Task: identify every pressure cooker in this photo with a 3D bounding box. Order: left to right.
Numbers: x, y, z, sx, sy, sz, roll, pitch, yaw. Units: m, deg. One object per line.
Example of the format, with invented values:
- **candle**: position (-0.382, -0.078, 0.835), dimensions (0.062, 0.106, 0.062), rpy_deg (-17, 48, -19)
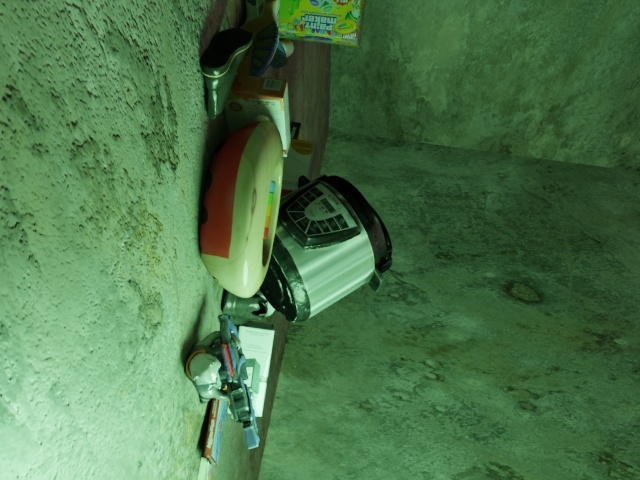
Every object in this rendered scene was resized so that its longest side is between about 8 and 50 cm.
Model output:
- **pressure cooker**: position (-0.002, 0.001, 1.822), dimensions (0.375, 0.420, 0.370), rpy_deg (20, -45, 59)

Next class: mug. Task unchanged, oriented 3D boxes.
- **mug**: position (-0.135, -0.650, 1.992), dimensions (0.062, 0.078, 0.064), rpy_deg (-47, -177, 27)

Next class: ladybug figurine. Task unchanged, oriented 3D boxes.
- **ladybug figurine**: position (-0.195, -0.087, 1.471), dimensions (0.305, 0.161, 0.450), rpy_deg (32, 67, -86)

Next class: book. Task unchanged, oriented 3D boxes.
- **book**: position (-0.356, 0.732, 1.827), dimensions (0.096, 0.035, 0.144), rpy_deg (78, 18, -83)

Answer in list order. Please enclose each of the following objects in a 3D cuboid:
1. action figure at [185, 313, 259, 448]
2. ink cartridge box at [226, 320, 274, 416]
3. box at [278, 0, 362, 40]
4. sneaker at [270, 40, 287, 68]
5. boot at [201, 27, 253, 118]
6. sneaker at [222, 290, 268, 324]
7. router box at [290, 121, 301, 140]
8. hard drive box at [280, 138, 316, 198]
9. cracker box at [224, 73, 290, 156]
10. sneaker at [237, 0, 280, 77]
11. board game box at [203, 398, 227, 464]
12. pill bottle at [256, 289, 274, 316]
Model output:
- **action figure**: position (-0.260, 0.386, 1.526), dimensions (0.330, 0.178, 0.342), rpy_deg (80, -6, -62)
- **ink cartridge box**: position (-0.237, 0.431, 2.030), dimensions (0.211, 0.121, 0.290), rpy_deg (164, -66, -84)
- **box**: position (-0.004, -0.769, 1.843), dimensions (0.177, 0.289, 0.280), rpy_deg (-61, 158, -78)
- **sneaker**: position (-0.157, -0.594, 1.767), dimensions (0.082, 0.069, 0.209), rpy_deg (66, 6, 15)
- **boot**: position (-0.215, -0.381, 1.340), dimensions (0.137, 0.076, 0.198), rpy_deg (100, 15, -46)
- **sneaker**: position (-0.227, 0.218, 1.878), dimensions (0.286, 0.130, 0.109), rpy_deg (83, 14, -79)
- **router box**: position (-0.122, -0.410, 2.592), dimensions (0.133, 0.046, 0.179), rpy_deg (93, 7, -50)
- **hard drive box**: position (-0.122, -0.231, 2.054), dimensions (0.089, 0.180, 0.232), rpy_deg (79, 19, -76)
- **cracker box**: position (-0.161, -0.319, 1.531), dimensions (0.232, 0.155, 0.067), rpy_deg (92, 7, -60)
- **sneaker**: position (-0.151, -0.538, 1.547), dimensions (0.131, 0.111, 0.297), rpy_deg (81, 19, -77)
- **board game box**: position (-0.314, 0.528, 1.821), dimensions (0.145, 0.027, 0.282), rpy_deg (89, 4, -58)
- **pill bottle**: position (-0.198, 0.196, 2.262), dimensions (0.216, 0.121, 0.121), rpy_deg (-72, 169, -63)
